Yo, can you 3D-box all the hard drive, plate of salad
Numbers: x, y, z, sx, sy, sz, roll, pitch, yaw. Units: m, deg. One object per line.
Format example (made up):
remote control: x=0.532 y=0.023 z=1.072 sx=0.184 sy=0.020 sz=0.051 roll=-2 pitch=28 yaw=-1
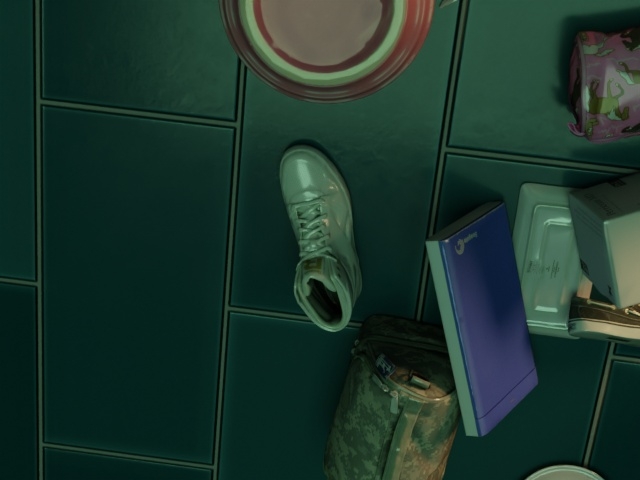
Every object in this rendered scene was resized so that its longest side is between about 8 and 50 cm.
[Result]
hard drive: x=0.262 y=0.119 z=1.687 sx=0.040 sy=0.210 sz=0.318 roll=-3 pitch=106 yaw=38
plate of salad: x=0.442 y=0.496 z=1.926 sx=0.200 sy=0.048 sz=0.199 roll=2 pitch=102 yaw=7

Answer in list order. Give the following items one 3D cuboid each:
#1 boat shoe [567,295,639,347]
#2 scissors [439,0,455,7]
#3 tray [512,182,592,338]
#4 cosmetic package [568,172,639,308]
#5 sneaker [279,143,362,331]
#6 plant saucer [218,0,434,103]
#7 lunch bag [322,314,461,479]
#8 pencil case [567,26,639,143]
boat shoe: x=0.513 y=0.134 z=1.753 sx=0.219 sy=0.078 sz=0.070 roll=10 pitch=74 yaw=-16
scissors: x=0.315 y=-0.422 z=1.578 sx=0.109 sy=0.021 sz=0.297 roll=41 pitch=109 yaw=-13
tray: x=0.383 y=0.041 z=1.756 sx=0.145 sy=0.030 sz=0.270 roll=7 pitch=113 yaw=4
cosmetic package: x=0.505 y=-0.010 z=1.641 sx=0.184 sy=0.151 sz=0.151 roll=-16 pitch=110 yaw=-3
sneaker: x=0.000 y=0.000 z=1.703 sx=0.108 sy=0.169 sz=0.292 roll=-15 pitch=109 yaw=13
plant saucer: x=0.006 y=-0.363 z=1.601 sx=0.332 sy=0.084 sz=0.332 roll=2 pitch=111 yaw=5
lunch bag: x=0.128 y=0.303 z=1.765 sx=0.213 sy=0.256 sz=0.305 roll=14 pitch=112 yaw=0
pencil case: x=0.555 y=-0.235 z=1.560 sx=0.386 sy=0.167 sz=0.160 roll=-2 pitch=143 yaw=7
